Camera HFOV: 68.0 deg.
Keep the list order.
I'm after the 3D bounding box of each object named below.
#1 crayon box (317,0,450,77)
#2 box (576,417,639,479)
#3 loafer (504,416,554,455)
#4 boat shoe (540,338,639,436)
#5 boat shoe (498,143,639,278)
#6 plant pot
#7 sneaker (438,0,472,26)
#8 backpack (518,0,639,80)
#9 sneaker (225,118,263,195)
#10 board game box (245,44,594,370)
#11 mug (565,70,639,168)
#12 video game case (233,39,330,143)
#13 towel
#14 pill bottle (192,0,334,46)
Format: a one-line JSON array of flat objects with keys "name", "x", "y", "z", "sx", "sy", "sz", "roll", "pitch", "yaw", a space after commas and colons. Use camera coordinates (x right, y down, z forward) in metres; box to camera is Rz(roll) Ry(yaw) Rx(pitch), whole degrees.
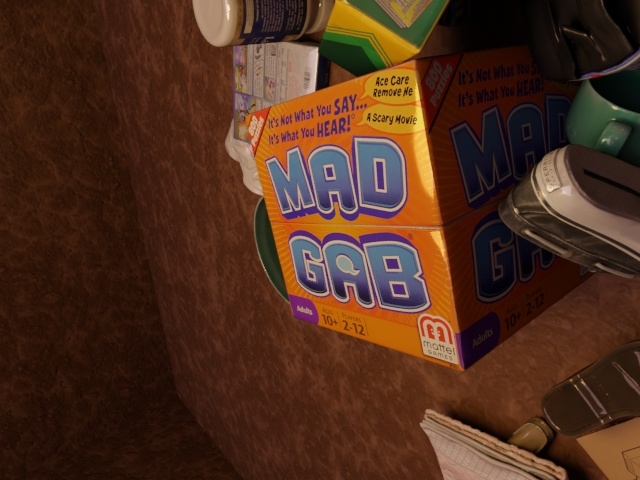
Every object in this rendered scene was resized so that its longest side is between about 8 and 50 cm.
[{"name": "crayon box", "x": 0.132, "y": -0.385, "z": 0.557, "sx": 0.362, "sy": 0.106, "sz": 0.313, "roll": -60, "pitch": 9, "yaw": 10}, {"name": "box", "x": 0.546, "y": 0.382, "z": 0.761, "sx": 0.201, "sy": 0.021, "sz": 0.164, "roll": 54, "pitch": 143, "yaw": 21}, {"name": "loafer", "x": 0.405, "y": 0.401, "z": 0.936, "sx": 0.056, "sy": 0.050, "sz": 0.147, "roll": 43, "pitch": 140, "yaw": 28}, {"name": "boat shoe", "x": 0.469, "y": 0.204, "z": 0.704, "sx": 0.307, "sy": 0.105, "sz": 0.110, "roll": -51, "pitch": 57, "yaw": 54}, {"name": "boat shoe", "x": 0.367, "y": -0.015, "z": 0.578, "sx": 0.119, "sy": 0.336, "sz": 0.120, "roll": -39, "pitch": 33, "yaw": 58}, {"name": "plant pot", "x": 0.000, "y": 0.000, "z": 1.143, "sx": 0.293, "sy": 0.197, "sz": 0.292, "roll": 28, "pitch": 128, "yaw": 43}, {"name": "sneaker", "x": 0.192, "y": -0.441, "z": 0.760, "sx": 0.078, "sy": 0.067, "sz": 0.187, "roll": 9, "pitch": 118, "yaw": 45}, {"name": "backpack", "x": 0.322, "y": -0.308, "z": 0.494, "sx": 0.276, "sy": 0.214, "sz": 0.263, "roll": -103, "pitch": 9, "yaw": -77}, {"name": "sneaker", "x": -0.174, "y": -0.240, "z": 1.323, "sx": 0.305, "sy": 0.114, "sz": 0.152, "roll": 51, "pitch": 143, "yaw": 24}, {"name": "board game box", "x": 0.158, "y": -0.074, "z": 0.746, "sx": 0.357, "sy": 0.357, "sz": 0.355, "roll": 5, "pitch": 112, "yaw": 52}, {"name": "mug", "x": 0.370, "y": -0.148, "z": 0.596, "sx": 0.097, "sy": 0.158, "sz": 0.129, "roll": 91, "pitch": 159, "yaw": -50}, {"name": "video game case", "x": -0.101, "y": -0.350, "z": 1.152, "sx": 0.245, "sy": 0.061, "sz": 0.269, "roll": 22, "pitch": 124, "yaw": 25}, {"name": "towel", "x": 0.379, "y": 0.531, "z": 0.989, "sx": 0.332, "sy": 0.053, "sz": 0.316, "roll": 5, "pitch": 124, "yaw": 55}, {"name": "pill bottle", "x": -0.111, "y": -0.487, "z": 0.974, "sx": 0.153, "sy": 0.265, "sz": 0.153, "roll": 31, "pitch": 131, "yaw": 44}]
